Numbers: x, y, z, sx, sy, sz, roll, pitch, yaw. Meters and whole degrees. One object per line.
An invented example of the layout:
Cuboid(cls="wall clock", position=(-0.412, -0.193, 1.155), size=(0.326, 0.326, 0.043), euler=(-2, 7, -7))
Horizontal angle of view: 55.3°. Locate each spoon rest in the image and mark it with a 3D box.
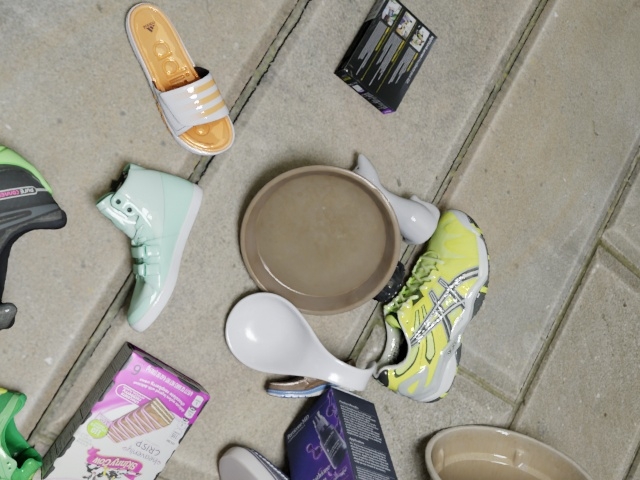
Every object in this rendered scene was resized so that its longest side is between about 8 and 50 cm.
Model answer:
Cuboid(cls="spoon rest", position=(-0.034, 0.187, 1.065), size=(0.276, 0.084, 0.137), euler=(24, 95, -2))

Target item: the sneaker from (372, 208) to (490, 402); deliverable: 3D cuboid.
Cuboid(cls="sneaker", position=(0.211, 0.122, 1.182), size=(0.147, 0.145, 0.384), euler=(15, 86, -26))

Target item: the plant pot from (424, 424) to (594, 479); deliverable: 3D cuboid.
Cuboid(cls="plant pot", position=(0.346, 0.590, 1.214), size=(0.334, 0.334, 0.305), euler=(2, 105, -25))

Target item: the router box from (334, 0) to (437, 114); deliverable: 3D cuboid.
Cuboid(cls="router box", position=(0.125, -0.350, 1.154), size=(0.133, 0.046, 0.179), euler=(34, 80, -24))

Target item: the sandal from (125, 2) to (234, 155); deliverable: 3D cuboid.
Cuboid(cls="sandal", position=(-0.226, -0.255, 0.981), size=(0.102, 0.076, 0.265), euler=(-35, 108, -18))

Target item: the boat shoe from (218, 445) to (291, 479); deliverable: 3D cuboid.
Cuboid(cls="boat shoe", position=(-0.038, 0.484, 1.125), size=(0.340, 0.127, 0.158), euler=(56, 40, -5))

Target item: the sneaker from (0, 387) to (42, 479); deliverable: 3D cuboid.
Cuboid(cls="sneaker", position=(-0.476, 0.363, 0.899), size=(0.123, 0.109, 0.295), euler=(-1, 94, -21))

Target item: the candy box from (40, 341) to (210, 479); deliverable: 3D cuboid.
Cuboid(cls="candy box", position=(-0.313, 0.307, 0.991), size=(0.159, 0.071, 0.233), euler=(38, 79, -23))

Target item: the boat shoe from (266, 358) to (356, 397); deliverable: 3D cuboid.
Cuboid(cls="boat shoe", position=(-0.015, 0.253, 1.136), size=(0.183, 0.066, 0.066), euler=(0, 83, -28))

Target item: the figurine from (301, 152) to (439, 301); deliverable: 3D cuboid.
Cuboid(cls="figurine", position=(0.092, -0.028, 1.148), size=(0.209, 0.092, 0.215), euler=(37, 78, -19))

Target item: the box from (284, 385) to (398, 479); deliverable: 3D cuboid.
Cuboid(cls="box", position=(0.033, 0.387, 1.060), size=(0.108, 0.207, 0.153), euler=(28, 113, -27))

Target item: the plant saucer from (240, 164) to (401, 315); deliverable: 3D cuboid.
Cuboid(cls="plant saucer", position=(0.000, 0.000, 1.067), size=(0.278, 0.041, 0.278), euler=(1, 110, 3))

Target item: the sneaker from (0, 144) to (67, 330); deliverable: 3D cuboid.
Cuboid(cls="sneaker", position=(-0.529, 0.095, 0.812), size=(0.202, 0.185, 0.483), euler=(40, 79, -18))

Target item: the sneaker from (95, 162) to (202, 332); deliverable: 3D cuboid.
Cuboid(cls="sneaker", position=(-0.295, 0.006, 0.960), size=(0.151, 0.094, 0.256), euler=(23, 75, -31))
